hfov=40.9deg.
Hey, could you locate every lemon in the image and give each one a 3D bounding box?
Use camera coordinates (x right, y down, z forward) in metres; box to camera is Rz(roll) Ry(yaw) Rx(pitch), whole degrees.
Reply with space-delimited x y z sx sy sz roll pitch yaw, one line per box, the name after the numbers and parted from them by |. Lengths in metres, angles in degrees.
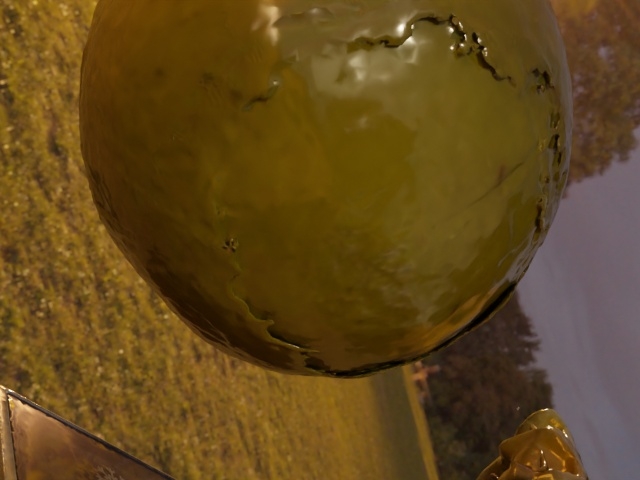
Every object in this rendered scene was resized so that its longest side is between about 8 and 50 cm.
0.003 -0.064 0.499 0.297 0.297 0.297 -17 90 -85 | lemon

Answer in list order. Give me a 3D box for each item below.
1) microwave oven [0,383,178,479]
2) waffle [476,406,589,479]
-0.187 0.249 0.610 0.240 0.194 0.145 41 2 -33 | microwave oven
0.044 0.191 0.378 0.056 0.250 0.261 33 5 8 | waffle
